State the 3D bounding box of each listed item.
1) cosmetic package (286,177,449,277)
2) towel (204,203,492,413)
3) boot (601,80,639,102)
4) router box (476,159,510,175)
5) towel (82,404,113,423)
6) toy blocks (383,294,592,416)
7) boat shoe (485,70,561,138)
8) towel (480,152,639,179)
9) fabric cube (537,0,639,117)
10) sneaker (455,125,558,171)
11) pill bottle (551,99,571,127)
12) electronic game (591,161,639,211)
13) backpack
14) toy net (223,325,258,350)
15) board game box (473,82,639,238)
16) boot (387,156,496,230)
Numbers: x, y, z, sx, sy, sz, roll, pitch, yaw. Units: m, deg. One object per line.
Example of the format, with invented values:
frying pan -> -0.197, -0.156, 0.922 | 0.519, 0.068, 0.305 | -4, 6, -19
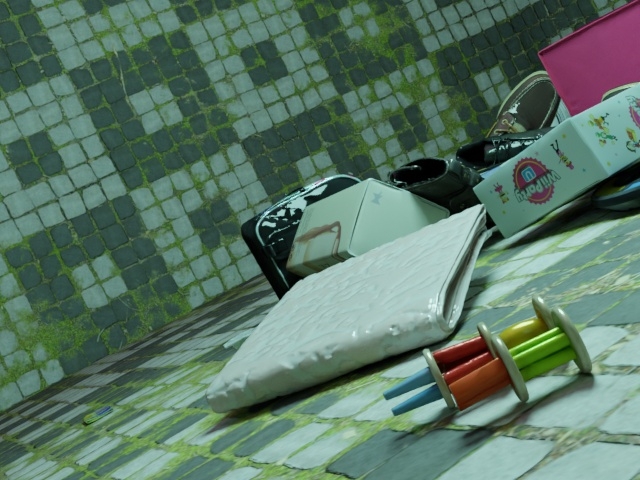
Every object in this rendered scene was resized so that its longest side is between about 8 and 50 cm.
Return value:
cosmetic package -> 0.069, 0.003, 1.542 | 0.296, 0.153, 0.129 | -22, 48, 69
towel -> 0.048, 0.086, 1.176 | 0.332, 0.053, 0.317 | -24, 13, 29
boot -> 0.545, -0.207, 1.537 | 0.198, 0.077, 0.137 | 10, 31, 36
router box -> 0.241, -0.068, 1.882 | 0.243, 0.081, 0.309 | -20, -1, -10
towel -> -0.428, 0.334, 1.779 | 0.060, 0.009, 0.083 | -27, 3, -18
toy blocks -> 0.119, 0.100, 0.708 | 0.148, 0.054, 0.123 | -26, 3, 3
boat shoe -> 0.424, -0.216, 2.060 | 0.342, 0.123, 0.123 | -54, 6, 18
towel -> 0.427, -0.130, 1.608 | 0.285, 0.034, 0.209 | -29, 28, -10
fabric cube -> 0.621, -0.327, 1.763 | 0.254, 0.259, 0.258 | -23, 7, 43
sneaker -> 0.405, -0.175, 1.899 | 0.130, 0.109, 0.286 | 3, -10, -45
pill bottle -> 0.636, -0.343, 2.555 | 0.323, 0.181, 0.181 | -29, 4, -28
electronic game -> 0.462, -0.099, 1.208 | 0.229, 0.048, 0.229 | -27, 2, 1
backpack -> 0.000, 0.000, 1.770 | 0.253, 0.225, 0.191 | -33, 8, -16
toy net -> -0.054, 0.142, 1.586 | 0.232, 0.045, 0.122 | -29, 5, -11
board game box -> 0.404, -0.135, 1.349 | 0.303, 0.097, 0.224 | -28, -7, -35
boot -> 0.203, -0.076, 1.509 | 0.229, 0.091, 0.263 | 16, -18, -29
